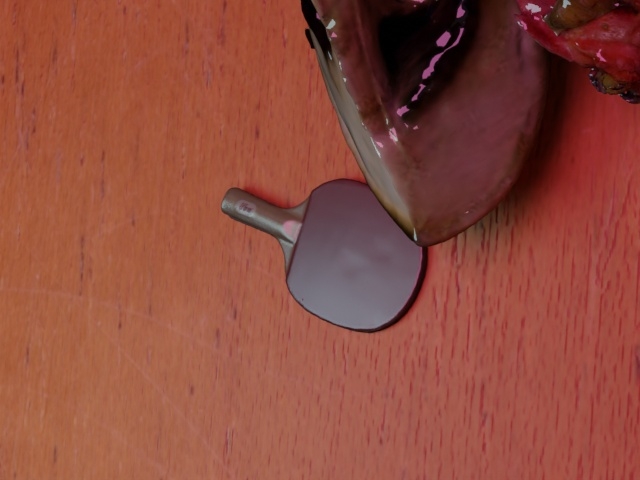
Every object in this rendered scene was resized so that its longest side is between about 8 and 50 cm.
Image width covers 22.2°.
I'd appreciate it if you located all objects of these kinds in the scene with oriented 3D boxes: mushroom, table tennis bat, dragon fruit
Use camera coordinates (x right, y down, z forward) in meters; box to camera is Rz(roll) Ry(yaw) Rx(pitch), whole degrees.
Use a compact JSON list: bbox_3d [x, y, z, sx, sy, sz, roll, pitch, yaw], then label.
[{"bbox_3d":[0.077,-0.179,1.435,0.212,0.292,0.217,-34,21,6],"label":"mushroom"},{"bbox_3d":[0.000,0.000,1.576,0.246,0.022,0.138,25,99,34],"label":"table tennis bat"},{"bbox_3d":[0.230,-0.225,1.312,0.147,0.211,0.282,-29,65,35],"label":"dragon fruit"}]
